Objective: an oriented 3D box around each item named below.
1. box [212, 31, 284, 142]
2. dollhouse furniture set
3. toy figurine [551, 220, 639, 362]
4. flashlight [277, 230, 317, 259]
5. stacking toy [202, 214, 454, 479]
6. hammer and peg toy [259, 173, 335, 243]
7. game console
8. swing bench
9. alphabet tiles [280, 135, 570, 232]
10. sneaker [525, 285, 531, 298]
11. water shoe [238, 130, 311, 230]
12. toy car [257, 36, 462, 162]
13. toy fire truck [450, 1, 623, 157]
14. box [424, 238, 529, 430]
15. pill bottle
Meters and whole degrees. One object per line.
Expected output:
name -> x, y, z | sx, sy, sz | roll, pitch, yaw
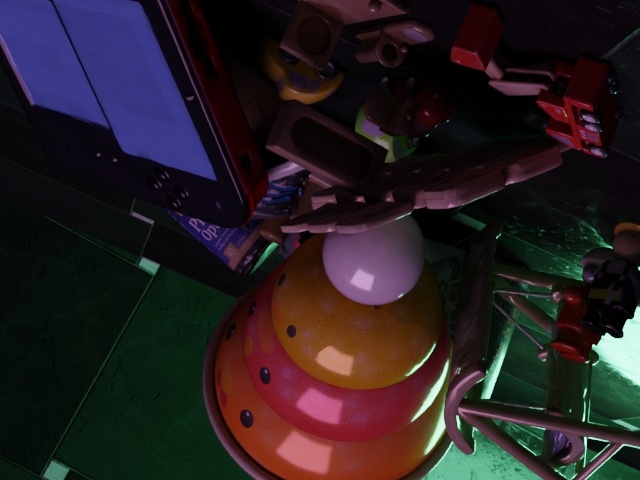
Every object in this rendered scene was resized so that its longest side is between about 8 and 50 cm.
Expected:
box -> -0.112, -0.131, 1.845 | 0.201, 0.164, 0.021 | 37, -151, -15
dollhouse furniture set -> 0.038, -0.139, 1.534 | 0.144, 0.151, 0.123 | 27, 168, -27
toy figurine -> 0.391, 0.082, 1.905 | 0.213, 0.148, 0.209 | 25, 163, 3
flashlight -> 0.000, 0.000, 2.391 | 0.103, 0.103, 0.304 | 21, 168, -4
stacking toy -> 0.039, 0.088, 2.017 | 0.350, 0.350, 0.480 | 22, 149, 6
hammer and peg toy -> -0.145, -0.129, 2.013 | 0.361, 0.127, 0.266 | 27, 169, -9
game console -> -0.234, -0.187, 1.717 | 0.342, 0.060, 0.386 | 14, 140, 34
swing bench -> 0.270, 0.153, 2.066 | 0.254, 0.253, 0.165 | 24, 135, -11
alphabet tiles -> 0.108, -0.061, 1.636 | 0.278, 0.021, 0.284 | -21, -170, -26
sneaker -> 0.195, 0.100, 2.398 | 0.104, 0.125, 0.262 | 28, 168, -20
water shoe -> -0.043, -0.072, 1.810 | 0.203, 0.073, 0.080 | -22, 131, 42
toy car -> 0.054, -0.132, 1.783 | 0.239, 0.053, 0.225 | 19, 168, 23
toy fire truck -> 0.196, -0.140, 1.477 | 0.135, 0.047, 0.192 | 20, 169, 19
box -> 0.181, 0.128, 2.276 | 0.159, 0.233, 0.044 | 17, 172, 32
pill bottle -> -0.146, -0.063, 2.243 | 0.219, 0.123, 0.123 | 41, 170, 4
